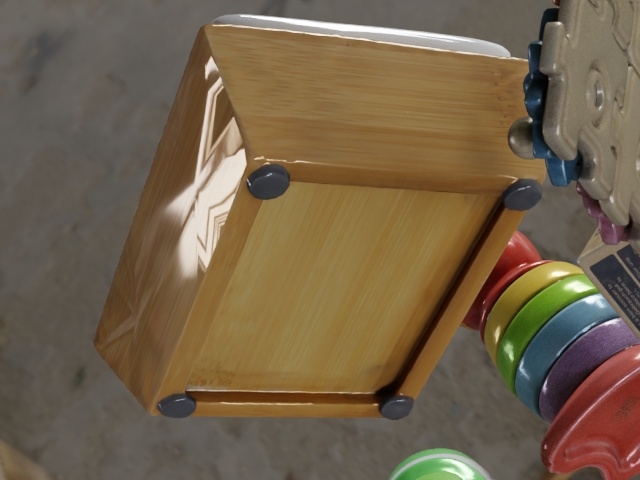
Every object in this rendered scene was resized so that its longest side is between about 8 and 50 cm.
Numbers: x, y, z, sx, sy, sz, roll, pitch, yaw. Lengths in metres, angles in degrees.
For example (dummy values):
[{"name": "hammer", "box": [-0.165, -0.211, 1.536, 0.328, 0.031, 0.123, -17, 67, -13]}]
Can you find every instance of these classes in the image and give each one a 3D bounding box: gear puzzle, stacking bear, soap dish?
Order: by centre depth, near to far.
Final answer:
[{"name": "gear puzzle", "box": [0.149, -0.173, 0.830, 0.044, 0.175, 0.338, 0, 69, 29]}, {"name": "soap dish", "box": [0.000, 0.000, 1.016, 0.291, 0.229, 0.118, 115, 150, -42]}, {"name": "stacking bear", "box": [0.234, 0.094, 1.672, 0.164, 0.175, 0.289, -56, 49, 15]}]

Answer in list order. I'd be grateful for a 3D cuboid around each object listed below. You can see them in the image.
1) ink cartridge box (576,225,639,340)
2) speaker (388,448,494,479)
[{"name": "ink cartridge box", "box": [0.322, 0.019, 1.273, 0.088, 0.193, 0.234, -35, 7, 36]}, {"name": "speaker", "box": [0.129, 0.313, 1.493, 0.131, 0.131, 0.296, -38, 20, 11]}]
